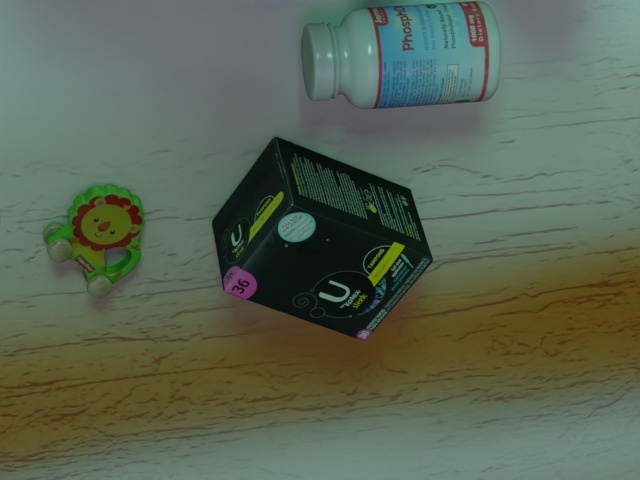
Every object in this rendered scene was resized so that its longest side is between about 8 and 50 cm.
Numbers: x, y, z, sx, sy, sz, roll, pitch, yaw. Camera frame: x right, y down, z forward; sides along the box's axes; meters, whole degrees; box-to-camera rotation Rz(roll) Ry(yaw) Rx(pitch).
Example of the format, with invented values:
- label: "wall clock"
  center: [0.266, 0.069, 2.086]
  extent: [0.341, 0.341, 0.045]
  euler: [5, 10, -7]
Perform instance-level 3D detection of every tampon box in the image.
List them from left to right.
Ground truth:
- label: "tampon box"
  center: [0.000, 0.000, 1.449]
  extent: [0.161, 0.101, 0.120]
  euler: [20, 124, -28]

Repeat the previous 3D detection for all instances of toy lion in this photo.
- label: "toy lion"
  center: [-0.202, -0.004, 1.449]
  extent: [0.096, 0.034, 0.100]
  euler: [-34, 132, 8]

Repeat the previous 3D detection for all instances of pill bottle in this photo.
- label: "pill bottle"
  center: [0.068, -0.158, 1.329]
  extent: [0.160, 0.087, 0.087]
  euler: [-5, 133, -10]
